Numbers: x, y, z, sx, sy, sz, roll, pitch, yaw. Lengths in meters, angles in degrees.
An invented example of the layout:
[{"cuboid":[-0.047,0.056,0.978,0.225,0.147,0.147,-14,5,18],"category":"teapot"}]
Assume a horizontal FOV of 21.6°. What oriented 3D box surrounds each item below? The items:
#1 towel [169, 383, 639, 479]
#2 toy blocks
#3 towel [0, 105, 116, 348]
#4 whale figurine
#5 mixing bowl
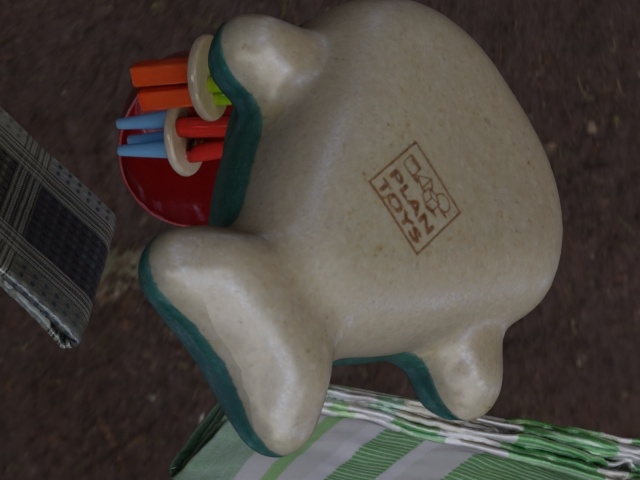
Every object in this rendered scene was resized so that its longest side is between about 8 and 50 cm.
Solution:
[{"cuboid":[0.064,0.179,1.311,0.325,0.038,0.248,12,154,-13],"category":"towel"},{"cuboid":[-0.074,-0.082,1.042,0.148,0.123,0.054,-3,67,21],"category":"toy blocks"},{"cuboid":[-0.381,-0.049,1.969,0.056,0.312,0.324,-36,112,20],"category":"towel"},{"cuboid":[0.000,0.000,0.777,0.141,0.272,0.216,-26,102,38],"category":"whale figurine"},{"cuboid":[-0.119,-0.113,1.609,0.181,0.098,0.181,-11,120,-19],"category":"mixing bowl"}]
